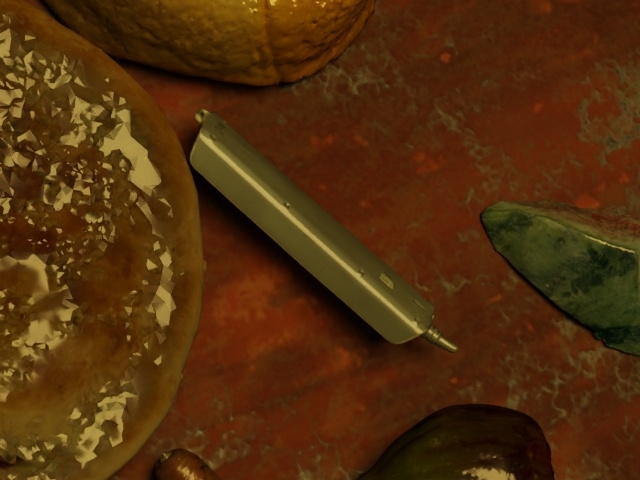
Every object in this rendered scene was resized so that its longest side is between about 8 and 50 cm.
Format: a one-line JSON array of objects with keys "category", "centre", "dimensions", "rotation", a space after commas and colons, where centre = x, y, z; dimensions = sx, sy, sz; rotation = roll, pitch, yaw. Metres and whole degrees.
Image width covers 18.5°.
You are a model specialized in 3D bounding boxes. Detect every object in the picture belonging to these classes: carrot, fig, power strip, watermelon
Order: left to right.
[{"category": "carrot", "centre": [-0.049, 0.200, 1.324], "dimensions": [0.165, 0.036, 0.035], "rotation": [44, 60, -8]}, {"category": "power strip", "centre": [0.000, 0.000, 1.402], "dimensions": [0.253, 0.027, 0.060], "rotation": [42, 18, -7]}, {"category": "fig", "centre": [0.086, 0.167, 1.369], "dimensions": [0.155, 0.109, 0.103], "rotation": [-4, 89, 2]}, {"category": "watermelon", "centre": [0.211, 0.012, 1.506], "dimensions": [0.180, 0.081, 0.094], "rotation": [25, 38, -22]}]

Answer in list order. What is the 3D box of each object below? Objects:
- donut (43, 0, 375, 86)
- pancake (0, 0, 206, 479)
[{"category": "donut", "centre": [-0.073, -0.255, 1.430], "dimensions": [0.303, 0.110, 0.303], "rotation": [8, 70, -22]}, {"category": "pancake", "centre": [-0.242, 0.007, 1.273], "dimensions": [0.387, 0.082, 0.387], "rotation": [8, 72, -25]}]
